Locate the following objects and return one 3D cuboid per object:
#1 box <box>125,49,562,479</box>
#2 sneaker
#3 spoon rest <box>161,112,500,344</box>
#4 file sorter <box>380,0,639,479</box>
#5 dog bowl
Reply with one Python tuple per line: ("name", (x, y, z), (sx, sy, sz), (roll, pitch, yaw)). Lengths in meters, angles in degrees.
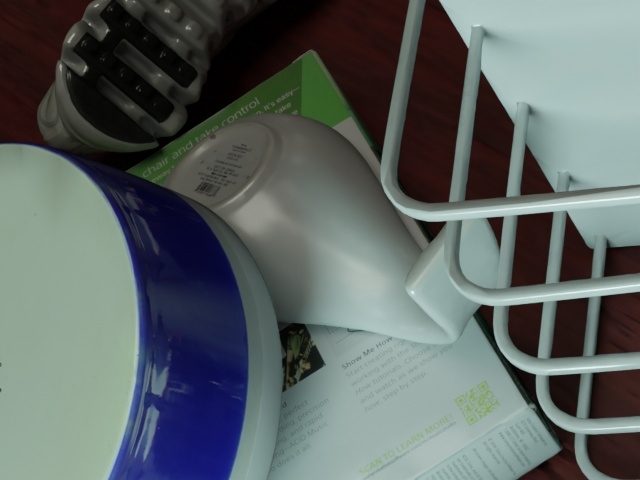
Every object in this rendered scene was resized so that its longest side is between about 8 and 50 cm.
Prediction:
("box", (-0.034, 0.056, 1.092), (0.232, 0.058, 0.322), (-32, 48, 4))
("sneaker", (-0.085, -0.164, 1.258), (0.292, 0.110, 0.118), (-49, 9, -27))
("spoon rest", (0.000, 0.000, 1.036), (0.137, 0.084, 0.276), (-49, 35, -14))
("file sorter", (0.167, -0.019, 0.883), (0.193, 0.278, 0.173), (-6, 56, 26))
("dog bowl", (-0.151, 0.086, 1.001), (0.265, 0.104, 0.265), (-15, 65, 36))
